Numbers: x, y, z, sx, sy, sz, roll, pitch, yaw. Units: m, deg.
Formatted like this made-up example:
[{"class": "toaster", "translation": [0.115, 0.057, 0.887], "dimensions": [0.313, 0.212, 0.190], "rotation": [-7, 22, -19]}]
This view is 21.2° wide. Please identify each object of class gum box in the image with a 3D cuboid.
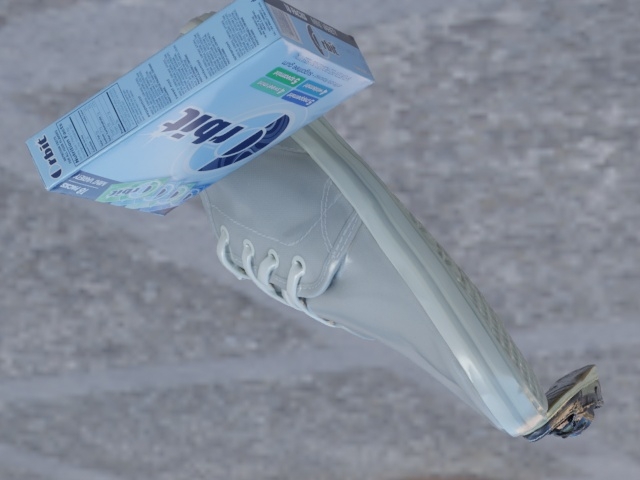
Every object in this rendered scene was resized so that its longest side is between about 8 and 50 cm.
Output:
[{"class": "gum box", "translation": [-0.075, -0.085, 1.117], "dimensions": [0.184, 0.041, 0.157], "rotation": [-30, 164, 17]}]

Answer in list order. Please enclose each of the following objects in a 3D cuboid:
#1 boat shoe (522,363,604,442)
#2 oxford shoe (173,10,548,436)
[{"class": "boat shoe", "translation": [0.231, 0.158, 1.585], "dimensions": [0.056, 0.049, 0.152], "rotation": [-31, 178, 35]}, {"class": "oxford shoe", "translation": [0.000, 0.000, 1.239], "dimensions": [0.130, 0.449, 0.169], "rotation": [-41, 145, -3]}]
